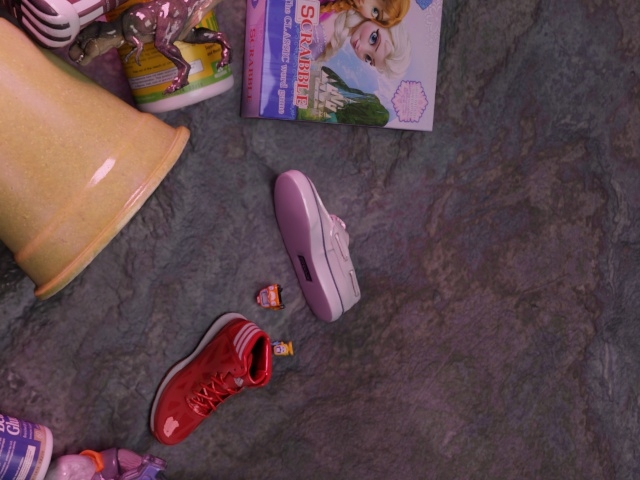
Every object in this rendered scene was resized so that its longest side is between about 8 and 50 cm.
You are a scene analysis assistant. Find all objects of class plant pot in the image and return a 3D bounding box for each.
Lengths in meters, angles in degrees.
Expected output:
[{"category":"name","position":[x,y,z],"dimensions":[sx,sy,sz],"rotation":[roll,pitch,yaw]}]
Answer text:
[{"category":"plant pot","position":[-0.341,-0.114,1.075],"dimensions":[0.254,0.276,0.276],"rotation":[43,75,-18]}]

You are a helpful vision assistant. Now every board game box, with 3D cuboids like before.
[{"category":"board game box","position":[0.041,-0.333,1.369],"dimensions":[0.318,0.066,0.318],"rotation":[-1,98,-31]}]

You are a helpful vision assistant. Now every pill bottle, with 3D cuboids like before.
[{"category":"pill bottle","position":[-0.439,0.264,1.152],"dimensions":[0.169,0.094,0.094],"rotation":[25,85,-32]},{"category":"pill bottle","position":[-0.212,-0.301,1.176],"dimensions":[0.136,0.136,0.245],"rotation":[-26,110,-26]}]

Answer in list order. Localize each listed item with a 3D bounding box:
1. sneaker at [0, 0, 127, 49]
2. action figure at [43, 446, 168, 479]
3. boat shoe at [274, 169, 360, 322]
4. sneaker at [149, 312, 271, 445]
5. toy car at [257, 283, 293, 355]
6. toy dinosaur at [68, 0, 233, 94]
[{"category":"sneaker","position":[-0.326,-0.347,1.062],"dimensions":[0.162,0.106,0.281],"rotation":[-34,72,-28]},{"category":"action figure","position":[-0.275,0.418,1.277],"dimensions":[0.330,0.178,0.341],"rotation":[39,104,-23]},{"category":"boat shoe","position":[0.000,0.000,1.392],"dimensions":[0.084,0.095,0.258],"rotation":[-31,123,-29]},{"category":"sneaker","position":[-0.154,0.208,1.298],"dimensions":[0.087,0.128,0.221],"rotation":[37,78,-31]},{"category":"toy car","position":[-0.071,0.126,1.382],"dimensions":[0.041,0.060,0.122],"rotation":[-8,96,2]},{"category":"toy dinosaur","position":[-0.168,-0.253,1.096],"dimensions":[0.268,0.064,0.118],"rotation":[-28,102,-8]}]
